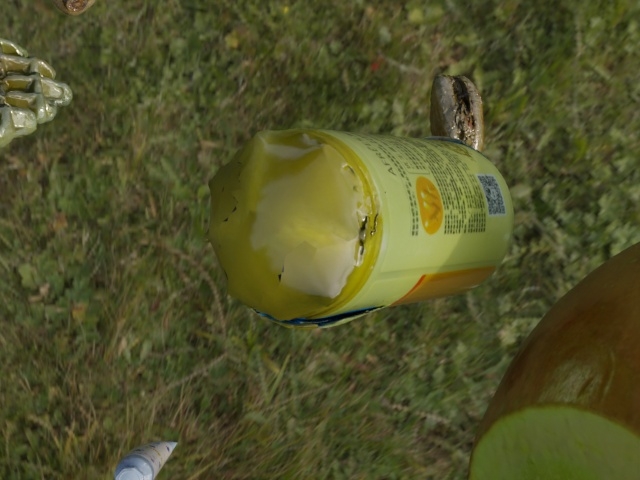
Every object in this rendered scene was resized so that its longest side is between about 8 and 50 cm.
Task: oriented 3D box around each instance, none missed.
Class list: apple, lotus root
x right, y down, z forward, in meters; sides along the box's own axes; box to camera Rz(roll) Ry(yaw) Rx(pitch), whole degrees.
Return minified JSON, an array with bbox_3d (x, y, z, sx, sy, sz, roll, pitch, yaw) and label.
[{"bbox_3d":[0.290,0.169,0.764,0.374,0.374,0.384,31,93,1],"label":"apple"},{"bbox_3d":[-0.300,-0.320,1.412,0.062,0.073,0.150,11,38,-27],"label":"lotus root"}]

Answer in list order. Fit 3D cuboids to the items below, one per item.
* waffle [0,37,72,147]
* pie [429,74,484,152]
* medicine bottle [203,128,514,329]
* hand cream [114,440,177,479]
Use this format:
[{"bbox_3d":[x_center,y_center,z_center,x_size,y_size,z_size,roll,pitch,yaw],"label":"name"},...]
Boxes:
[{"bbox_3d":[-0.508,-0.212,1.563,0.291,0.056,0.309,31,39,14],"label":"waffle"},{"bbox_3d":[0.218,-0.183,1.908,0.078,0.163,0.194,-5,66,-9],"label":"pie"},{"bbox_3d":[0.028,-0.011,0.754,0.239,0.124,0.124,-6,66,-57],"label":"medicine bottle"},{"bbox_3d":[-0.207,0.261,1.358,0.065,0.170,0.043,-14,90,1],"label":"hand cream"}]
